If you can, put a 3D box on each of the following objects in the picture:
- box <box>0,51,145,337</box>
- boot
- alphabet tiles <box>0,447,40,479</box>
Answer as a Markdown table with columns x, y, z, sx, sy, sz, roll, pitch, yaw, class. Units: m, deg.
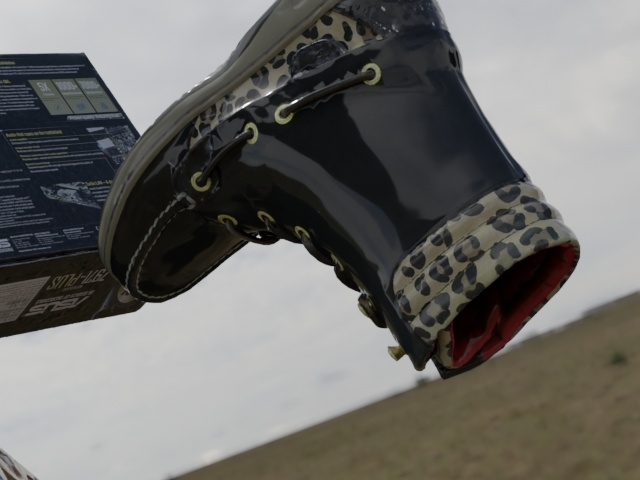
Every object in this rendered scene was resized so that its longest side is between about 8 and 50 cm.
| x | y | z | sx | sy | sz | roll | pitch | yaw | class |
| --- | --- | --- | --- | --- | --- | --- | --- | --- | --- |
| -0.179 | -0.027 | 0.929 | 0.077 | 0.147 | 0.180 | -46 | -20 | 31 | box |
| -0.001 | -0.001 | 0.768 | 0.085 | 0.179 | 0.236 | 2 | -40 | -50 | boot |
| -0.190 | 0.152 | 0.959 | 0.009 | 0.198 | 0.237 | -40 | -45 | -2 | alphabet tiles |
